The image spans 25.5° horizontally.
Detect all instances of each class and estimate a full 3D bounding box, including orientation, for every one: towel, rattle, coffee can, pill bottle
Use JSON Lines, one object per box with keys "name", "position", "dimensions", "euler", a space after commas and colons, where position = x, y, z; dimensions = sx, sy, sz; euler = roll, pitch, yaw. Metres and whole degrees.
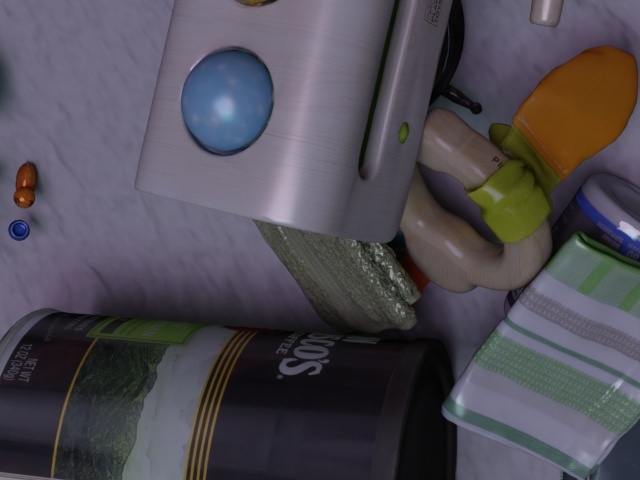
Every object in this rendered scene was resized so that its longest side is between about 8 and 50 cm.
{"name": "towel", "position": [0.000, 0.000, 0.924], "dimensions": [0.148, 0.027, 0.110], "euler": [56, 152, -7]}
{"name": "rattle", "position": [0.101, -0.036, 0.899], "dimensions": [0.130, 0.142, 0.199], "euler": [25, 156, 5]}
{"name": "coffee can", "position": [-0.064, 0.154, 0.925], "dimensions": [0.275, 0.201, 0.201], "euler": [3, 107, 16]}
{"name": "towel", "position": [0.156, 0.074, 0.850], "dimensions": [0.113, 0.023, 0.152], "euler": [24, 122, -14]}
{"name": "pill bottle", "position": [0.164, 0.033, 0.888], "dimensions": [0.078, 0.078, 0.137], "euler": [33, 113, 5]}

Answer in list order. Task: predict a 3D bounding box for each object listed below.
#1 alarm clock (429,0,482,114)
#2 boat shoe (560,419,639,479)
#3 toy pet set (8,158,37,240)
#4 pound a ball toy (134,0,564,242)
{"name": "alarm clock", "position": [0.017, -0.149, 0.884], "dimensions": [0.129, 0.064, 0.192], "euler": [-21, 103, 21]}
{"name": "boat shoe", "position": [0.249, 0.082, 0.865], "dimensions": [0.116, 0.099, 0.319], "euler": [36, 113, 1]}
{"name": "toy pet set", "position": [-0.252, -0.066, 0.968], "dimensions": [0.122, 0.065, 0.114], "euler": [8, 84, -15]}
{"name": "pound a ball toy", "position": [0.028, -0.161, 0.748], "dimensions": [0.208, 0.136, 0.319], "euler": [14, 93, 31]}
